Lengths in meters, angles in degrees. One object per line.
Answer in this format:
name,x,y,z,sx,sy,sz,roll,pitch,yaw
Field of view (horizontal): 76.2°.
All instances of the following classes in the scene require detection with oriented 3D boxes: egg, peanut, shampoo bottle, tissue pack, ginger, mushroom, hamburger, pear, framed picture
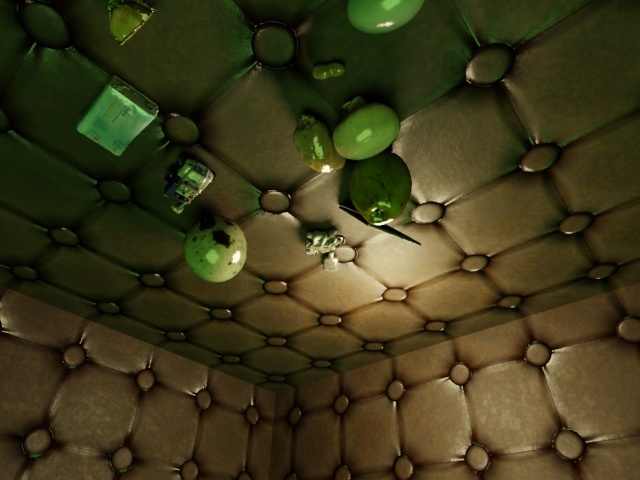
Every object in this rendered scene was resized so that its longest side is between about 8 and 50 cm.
egg,0.179,-0.664,1.117,0.231,0.167,0.168,-17,137,27
peanut,0.028,-0.558,1.339,0.113,0.053,0.053,-5,140,13
shampoo bottle,0.054,0.104,2.142,0.080,0.040,0.165,2,140,1
tissue pack,-0.735,-0.440,1.471,0.263,0.089,0.177,-28,134,32
ginger,-0.009,-0.353,1.526,0.138,0.152,0.267,8,156,41
mushroom,0.154,-0.400,1.428,0.246,0.202,0.246,-23,178,-1
egg,-0.482,0.045,1.896,0.288,0.287,0.379,0,151,1
hamburger,-0.568,-0.670,1.202,0.176,0.087,0.102,-19,124,34
pear,0.228,-0.205,1.567,0.253,0.307,0.252,8,142,6
framed picture,0.244,-0.068,1.746,0.265,0.347,0.016,19,99,-20

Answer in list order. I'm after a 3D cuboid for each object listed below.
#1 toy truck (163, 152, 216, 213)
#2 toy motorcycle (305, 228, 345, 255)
toy truck,-0.542,-0.226,1.656,0.161,0.176,0.213,33,131,-31
toy motorcycle,0.000,0.000,1.995,0.225,0.073,0.152,-23,132,27
